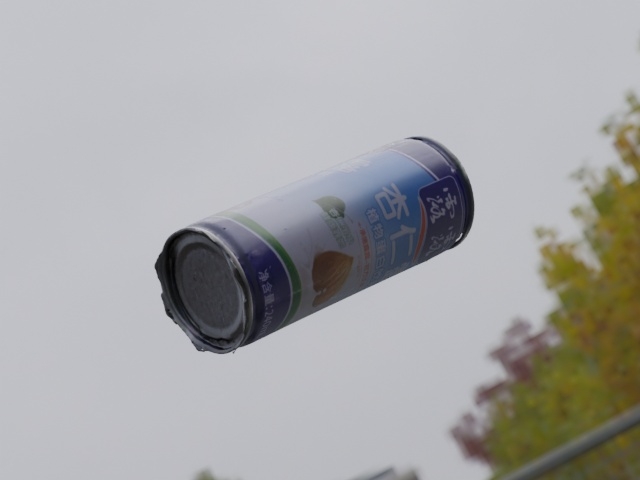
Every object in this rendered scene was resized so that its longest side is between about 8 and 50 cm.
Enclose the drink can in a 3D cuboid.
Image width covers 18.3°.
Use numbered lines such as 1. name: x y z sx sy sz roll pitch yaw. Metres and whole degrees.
1. drink can: 0.000 0.000 1.423 0.235 0.097 0.097 -22 -20 -39
